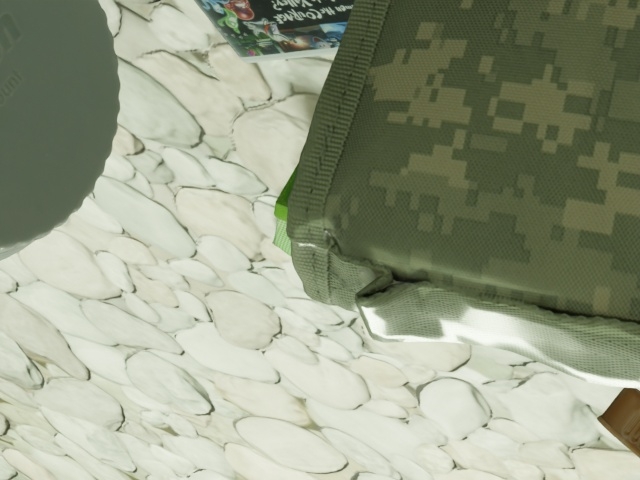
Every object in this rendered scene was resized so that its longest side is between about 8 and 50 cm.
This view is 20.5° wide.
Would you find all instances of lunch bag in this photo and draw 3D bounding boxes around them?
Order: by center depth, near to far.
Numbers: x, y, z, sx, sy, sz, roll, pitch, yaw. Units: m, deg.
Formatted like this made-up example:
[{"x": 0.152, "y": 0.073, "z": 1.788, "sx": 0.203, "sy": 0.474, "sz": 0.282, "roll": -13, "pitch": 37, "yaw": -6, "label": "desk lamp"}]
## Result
[{"x": 0.144, "y": -0.066, "z": 0.552, "sx": 0.235, "sy": 0.287, "sz": 0.169, "roll": 12, "pitch": 149, "yaw": 22, "label": "lunch bag"}]

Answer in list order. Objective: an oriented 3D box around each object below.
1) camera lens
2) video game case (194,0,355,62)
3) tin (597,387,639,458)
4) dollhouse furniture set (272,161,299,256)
[{"x": -0.278, "y": -0.080, "z": 1.043, "sx": 0.274, "sy": 0.219, "sz": 0.219, "roll": -6, "pitch": 138, "yaw": 45, "label": "camera lens"}, {"x": -0.012, "y": -0.161, "z": 0.897, "sx": 0.190, "sy": 0.022, "sz": 0.173, "roll": -1, "pitch": 141, "yaw": 40, "label": "video game case"}, {"x": 0.250, "y": 0.153, "z": 1.103, "sx": 0.106, "sy": 0.040, "sz": 0.190, "roll": 28, "pitch": -170, "yaw": -43, "label": "tin"}, {"x": 0.000, "y": 0.000, "z": 1.119, "sx": 0.076, "sy": 0.058, "sz": 0.151, "roll": 23, "pitch": 152, "yaw": 7, "label": "dollhouse furniture set"}]
